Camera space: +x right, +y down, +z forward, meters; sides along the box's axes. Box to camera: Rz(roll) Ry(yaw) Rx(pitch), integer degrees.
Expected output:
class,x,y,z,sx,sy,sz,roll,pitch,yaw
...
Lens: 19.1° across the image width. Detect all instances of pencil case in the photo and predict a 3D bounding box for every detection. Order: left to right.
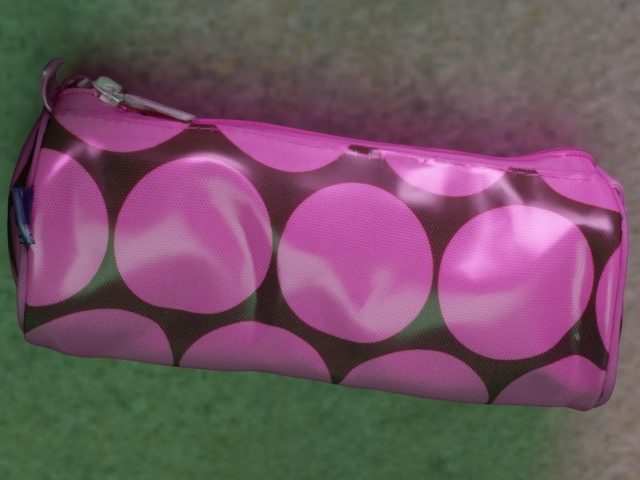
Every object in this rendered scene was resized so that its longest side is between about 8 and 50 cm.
class,x,y,z,sx,sy,sz,roll,pitch,yaw
pencil case,0.000,0.000,0.639,0.209,0.095,0.098,7,101,-8
